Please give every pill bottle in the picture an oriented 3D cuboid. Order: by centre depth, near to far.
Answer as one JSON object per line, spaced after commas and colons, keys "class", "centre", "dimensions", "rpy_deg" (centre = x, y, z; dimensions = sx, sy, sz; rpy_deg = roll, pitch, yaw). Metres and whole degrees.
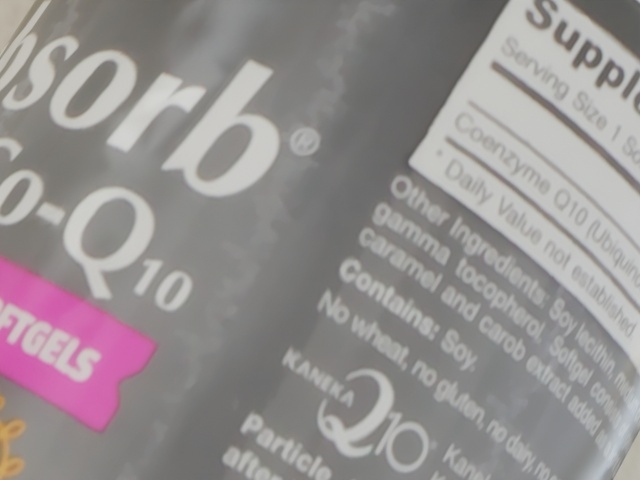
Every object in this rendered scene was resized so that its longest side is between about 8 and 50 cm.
{"class": "pill bottle", "centre": [0.000, 0.000, 0.403], "dimensions": [0.162, 0.162, 0.278], "rpy_deg": [41, -106, -35]}
